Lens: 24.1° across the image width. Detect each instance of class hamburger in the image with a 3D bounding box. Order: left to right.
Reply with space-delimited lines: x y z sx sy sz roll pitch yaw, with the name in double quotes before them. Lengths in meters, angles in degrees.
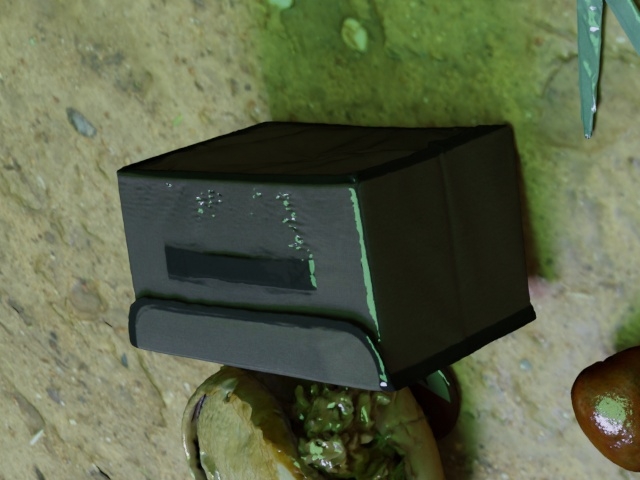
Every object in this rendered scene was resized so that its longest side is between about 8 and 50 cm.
"hamburger" -0.007 0.188 1.254 0.243 0.146 0.286 37 143 32

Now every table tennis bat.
"table tennis bat" 0.077 0.101 1.229 0.098 0.019 0.154 30 131 27

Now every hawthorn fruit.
"hawthorn fruit" 0.225 0.125 1.065 0.081 0.081 0.093 -34 76 45

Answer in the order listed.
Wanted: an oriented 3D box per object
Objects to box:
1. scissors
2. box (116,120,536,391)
"scissors" 0.179 -0.185 0.987 0.144 0.017 0.247 -3 111 42
"box" 0.000 0.000 1.113 0.252 0.188 0.153 5 108 42
